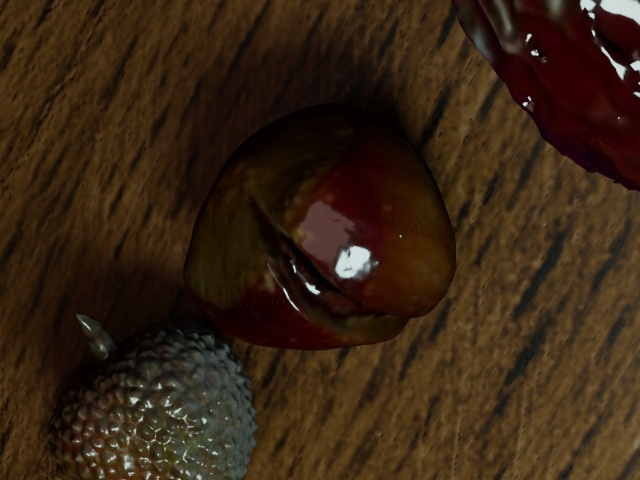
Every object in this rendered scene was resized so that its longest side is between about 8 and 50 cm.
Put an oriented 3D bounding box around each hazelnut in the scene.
[{"bbox_3d":[0.000,0.000,1.221,0.204,0.178,0.178,-40,83,30],"label":"hazelnut"}]

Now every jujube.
[{"bbox_3d":[0.178,-0.211,1.046,0.258,0.258,0.376,-36,90,25],"label":"jujube"}]

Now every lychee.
[{"bbox_3d":[-0.130,0.130,1.291,0.165,0.165,0.197,-26,105,26],"label":"lychee"}]
